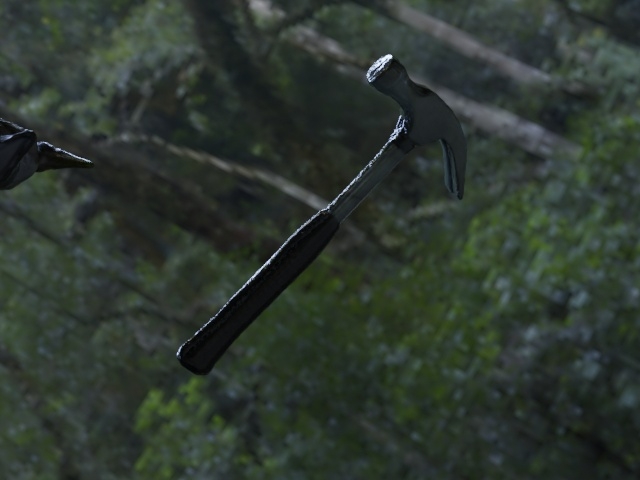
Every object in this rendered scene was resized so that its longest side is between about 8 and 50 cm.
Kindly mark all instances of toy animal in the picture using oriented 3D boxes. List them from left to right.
[{"bbox_3d":[-0.237,-0.068,1.315,0.070,0.105,0.202,-62,-16,8],"label":"toy animal"}]

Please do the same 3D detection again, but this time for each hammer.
[{"bbox_3d":[0.000,0.000,1.197,0.103,0.029,0.246,41,-88,-21],"label":"hammer"}]
